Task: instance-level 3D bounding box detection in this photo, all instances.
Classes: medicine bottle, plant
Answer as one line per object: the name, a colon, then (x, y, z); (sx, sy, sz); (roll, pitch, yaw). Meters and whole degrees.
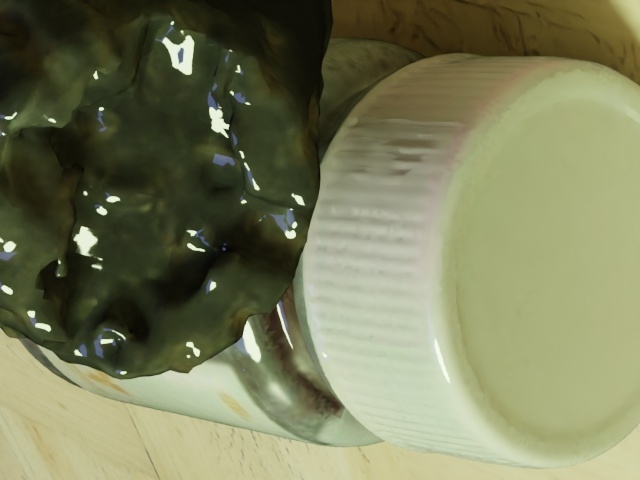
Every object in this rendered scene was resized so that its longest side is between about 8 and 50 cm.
medicine bottle: (0.000, 0.000, 0.785); (0.273, 0.165, 0.165); (8, 136, 46)
plant: (-0.080, -0.045, 0.628); (0.164, 0.142, 0.256); (12, -163, -18)
